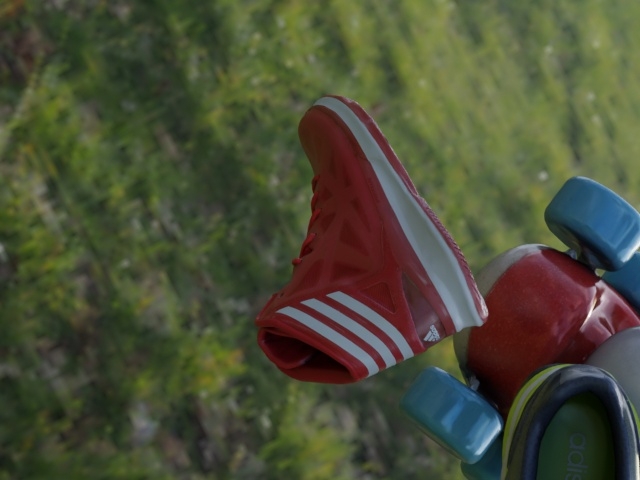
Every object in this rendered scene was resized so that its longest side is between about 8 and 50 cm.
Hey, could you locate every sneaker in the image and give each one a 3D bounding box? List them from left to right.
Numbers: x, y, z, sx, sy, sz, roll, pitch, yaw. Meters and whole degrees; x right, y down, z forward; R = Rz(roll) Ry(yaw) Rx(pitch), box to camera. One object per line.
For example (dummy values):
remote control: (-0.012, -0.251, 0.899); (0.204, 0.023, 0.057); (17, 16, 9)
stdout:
sneaker: (0.000, 0.000, 1.081); (0.087, 0.128, 0.221); (64, -5, -38)
sneaker: (0.147, 0.215, 1.107); (0.121, 0.111, 0.300); (66, 26, -74)

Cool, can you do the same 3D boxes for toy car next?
toy car: (0.225, 0.115, 1.281); (0.238, 0.219, 0.210); (32, -11, 43)
